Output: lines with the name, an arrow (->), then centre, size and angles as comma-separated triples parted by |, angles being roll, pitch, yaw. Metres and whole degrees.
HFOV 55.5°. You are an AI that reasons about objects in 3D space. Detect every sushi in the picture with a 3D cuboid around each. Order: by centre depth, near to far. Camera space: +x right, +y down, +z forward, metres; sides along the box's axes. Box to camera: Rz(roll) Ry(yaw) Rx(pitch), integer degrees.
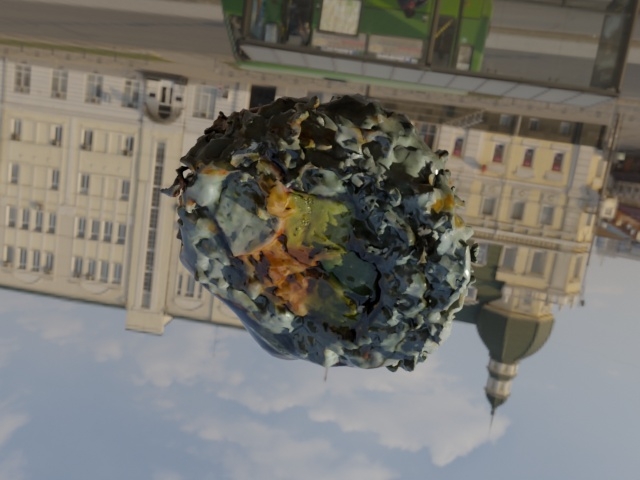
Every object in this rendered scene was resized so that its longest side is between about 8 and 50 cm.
sushi -> 0.003, -0.001, 0.773 | 0.417, 0.417, 0.176 | 12, -140, 20
